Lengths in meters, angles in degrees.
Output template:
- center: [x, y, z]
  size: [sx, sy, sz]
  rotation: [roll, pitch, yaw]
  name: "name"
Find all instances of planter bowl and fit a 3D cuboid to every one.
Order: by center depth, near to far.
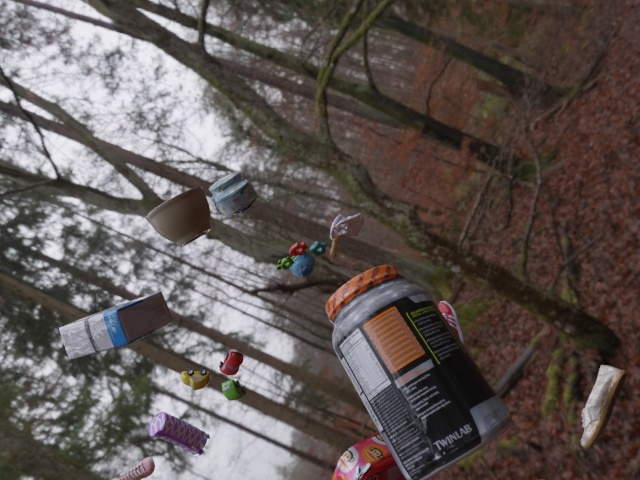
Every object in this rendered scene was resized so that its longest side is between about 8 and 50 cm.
- center: [-0.349, -0.051, 1.276]
  size: [0.162, 0.109, 0.162]
  rotation: [-32, 2, 1]
  name: "planter bowl"

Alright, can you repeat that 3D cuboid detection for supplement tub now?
- center: [0.146, 0.209, 0.824]
  size: [0.193, 0.316, 0.194]
  rotation: [-24, -27, -13]
  name: "supplement tub"

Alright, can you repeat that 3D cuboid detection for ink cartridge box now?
- center: [-0.453, 0.189, 1.099]
  size: [0.139, 0.190, 0.082]
  rotation: [-26, -81, -65]
  name: "ink cartridge box"

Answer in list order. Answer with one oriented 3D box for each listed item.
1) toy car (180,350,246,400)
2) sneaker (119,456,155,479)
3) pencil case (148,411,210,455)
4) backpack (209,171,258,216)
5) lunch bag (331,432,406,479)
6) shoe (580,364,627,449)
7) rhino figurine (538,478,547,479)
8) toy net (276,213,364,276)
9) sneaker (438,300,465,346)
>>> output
- center: [-0.323, 0.484, 1.670]
  size: [0.225, 0.238, 0.053]
  rotation: [56, -164, -36]
  name: "toy car"
- center: [-0.564, 0.713, 1.510]
  size: [0.134, 0.051, 0.070]
  rotation: [-41, -19, 27]
  name: "sneaker"
- center: [-0.468, 0.642, 1.635]
  size: [0.086, 0.206, 0.088]
  rotation: [-41, 34, 10]
  name: "pencil case"
- center: [-0.329, -0.173, 1.872]
  size: [0.165, 0.188, 0.145]
  rotation: [-32, -64, -11]
  name: "backpack"
- center: [0.106, 0.635, 1.239]
  size: [0.258, 0.120, 0.293]
  rotation: [-3, -66, -38]
  name: "lunch bag"
- center: [0.701, 0.419, 1.250]
  size: [0.076, 0.058, 0.219]
  rotation: [31, -96, -49]
  name: "shoe"
- center: [0.841, 0.874, 1.666]
  size: [0.106, 0.243, 0.073]
  rotation: [48, -122, -41]
  name: "rhino figurine"
- center: [0.000, 0.000, 1.184]
  size: [0.232, 0.045, 0.122]
  rotation: [-43, -46, 14]
  name: "toy net"
- center: [0.283, 0.195, 1.138]
  size: [0.042, 0.066, 0.119]
  rotation: [-56, 43, 50]
  name: "sneaker"
